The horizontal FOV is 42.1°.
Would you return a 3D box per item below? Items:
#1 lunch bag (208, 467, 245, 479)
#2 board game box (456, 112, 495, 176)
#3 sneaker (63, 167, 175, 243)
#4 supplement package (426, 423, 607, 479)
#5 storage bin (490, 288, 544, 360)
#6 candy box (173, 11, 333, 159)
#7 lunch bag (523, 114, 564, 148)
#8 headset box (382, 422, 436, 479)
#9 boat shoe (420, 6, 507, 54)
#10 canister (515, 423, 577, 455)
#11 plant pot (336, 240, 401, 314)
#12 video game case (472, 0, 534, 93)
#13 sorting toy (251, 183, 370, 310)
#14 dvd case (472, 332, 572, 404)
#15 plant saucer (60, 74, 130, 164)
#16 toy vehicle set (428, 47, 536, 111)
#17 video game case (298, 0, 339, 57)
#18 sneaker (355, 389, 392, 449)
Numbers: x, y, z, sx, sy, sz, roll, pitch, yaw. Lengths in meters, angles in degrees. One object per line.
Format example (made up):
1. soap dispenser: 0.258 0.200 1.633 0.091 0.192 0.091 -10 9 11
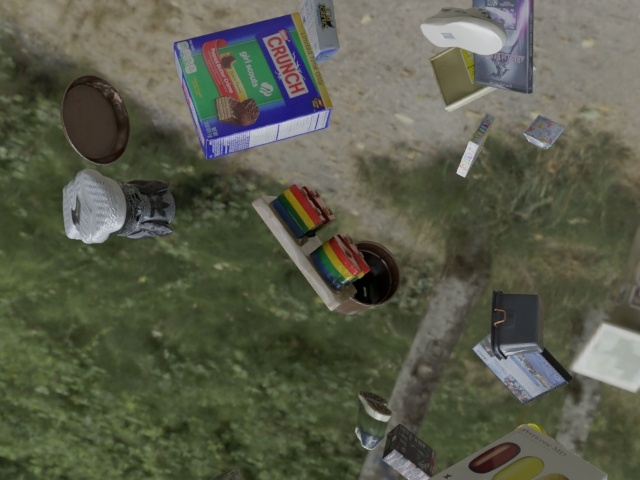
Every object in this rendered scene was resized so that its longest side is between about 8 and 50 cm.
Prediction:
1. lunch bag: -0.227 0.680 1.797 0.256 0.212 0.305 60 -161 -1
2. board game box: 0.404 -0.247 2.167 0.026 0.103 0.154 30 155 10
3. sneaker: -0.275 -0.050 1.191 0.153 0.101 0.268 -4 -178 -27
4. supplement package: 0.225 0.357 1.043 0.244 0.134 0.139 -17 -149 -36
5. storage bin: 0.393 0.163 1.652 0.091 0.135 0.098 -6 153 27
6. candy box: -0.160 -0.371 1.989 0.317 0.268 0.122 -17 166 -14
7. lunch bag: 0.600 -0.286 2.224 0.083 0.071 0.053 36 178 45
8. headset box: 0.137 0.326 1.249 0.083 0.032 0.062 40 -152 -8
9. boat shoe: 0.226 -0.324 1.253 0.066 0.063 0.184 46 172 -25
10. canister: 0.489 0.487 1.800 0.073 0.126 0.170 -19 137 41
11. plant pot: 0.094 0.105 2.073 0.166 0.167 0.165 22 155 -9
12. video game case: 0.443 -0.507 2.025 0.026 0.274 0.196 -16 -155 -27
13. sorting toy: 0.000 0.000 1.670 0.255 0.089 0.257 54 -171 4
14. dvd case: 0.446 0.274 1.864 0.180 0.022 0.253 47 159 11
15. plant saucer: -0.423 -0.222 1.544 0.029 0.169 0.168 -6 160 30
16. toy vehicle set: 0.441 -0.487 2.290 0.266 0.166 0.035 -24 160 28
17. video game case: -0.009 -0.625 2.270 0.061 0.245 0.269 -11 -173 -6
18. sneaker: 0.094 0.355 1.637 0.064 0.086 0.192 20 180 -3
